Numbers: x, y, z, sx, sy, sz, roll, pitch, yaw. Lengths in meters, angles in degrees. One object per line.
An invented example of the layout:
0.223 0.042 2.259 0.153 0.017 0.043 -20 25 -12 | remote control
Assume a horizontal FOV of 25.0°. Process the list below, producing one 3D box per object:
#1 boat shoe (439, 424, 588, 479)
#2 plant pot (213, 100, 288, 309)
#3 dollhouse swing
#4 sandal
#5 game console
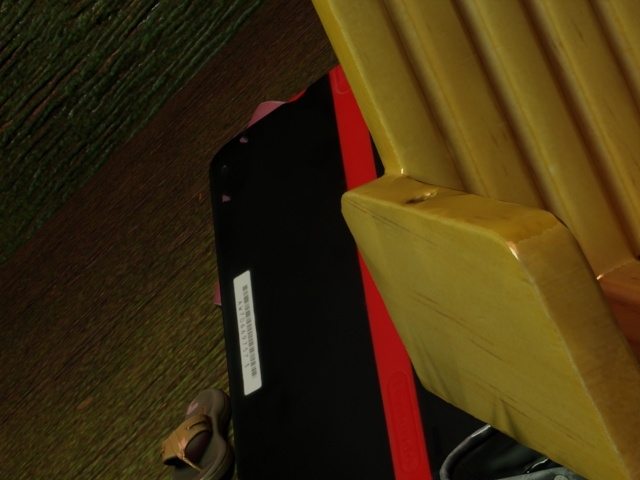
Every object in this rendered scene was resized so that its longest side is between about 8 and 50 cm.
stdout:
0.194 0.086 0.773 0.301 0.102 0.108 -33 23 35 | boat shoe
0.000 0.000 1.263 0.180 0.201 0.201 -65 21 -7 | plant pot
0.187 -0.113 0.704 0.347 0.305 0.315 -22 13 -15 | dollhouse swing
-0.120 0.185 1.334 0.072 0.049 0.180 -41 19 16 | sandal
0.063 0.014 1.028 0.342 0.060 0.386 -33 48 31 | game console
